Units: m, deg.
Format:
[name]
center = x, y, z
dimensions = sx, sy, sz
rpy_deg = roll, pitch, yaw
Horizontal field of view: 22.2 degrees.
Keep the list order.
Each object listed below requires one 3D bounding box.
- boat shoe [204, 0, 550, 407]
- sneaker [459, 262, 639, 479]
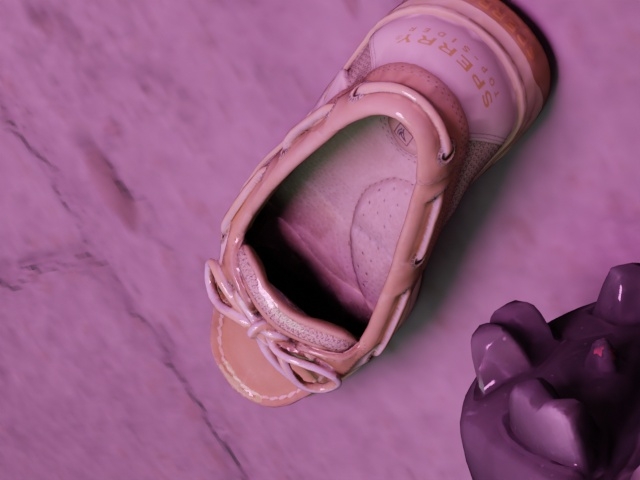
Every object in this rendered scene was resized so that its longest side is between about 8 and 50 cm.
[boat shoe]
center = 0.002, 0.001, 0.396
dimensions = 0.056, 0.048, 0.153
rpy_deg = 42, 140, 2
[sneaker]
center = 0.148, 0.100, 0.322
dimensions = 0.276, 0.097, 0.135
rpy_deg = 22, 133, 22
